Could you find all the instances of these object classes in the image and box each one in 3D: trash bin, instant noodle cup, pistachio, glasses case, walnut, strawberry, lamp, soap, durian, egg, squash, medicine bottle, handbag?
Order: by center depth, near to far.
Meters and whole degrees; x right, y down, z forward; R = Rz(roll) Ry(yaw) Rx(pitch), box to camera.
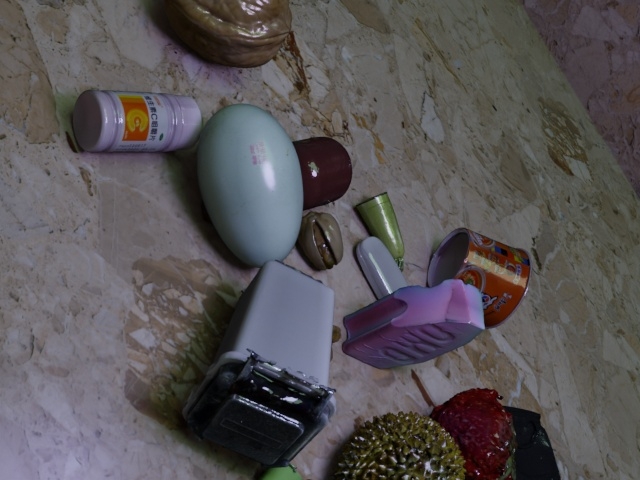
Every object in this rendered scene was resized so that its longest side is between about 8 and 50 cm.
[{"bbox_3d":[-0.091,0.228,1.719,0.255,0.296,0.368,26,42,-11],"label":"trash bin"},{"bbox_3d":[-0.391,-0.254,1.834,0.249,0.133,0.133,-5,71,-45],"label":"medicine bottle"},{"bbox_3d":[0.170,0.496,1.854,0.292,0.258,0.258,1,57,6],"label":"durian"},{"bbox_3d":[-0.152,-0.120,1.899,0.230,0.230,0.371,-20,99,-47],"label":"egg"},{"bbox_3d":[0.227,0.200,2.009,0.192,0.324,0.109,26,49,-31],"label":"soap"},{"bbox_3d":[-0.217,-0.565,2.058,0.313,0.277,0.252,23,13,1],"label":"walnut"},{"bbox_3d":[0.362,0.490,2.061,0.274,0.220,0.274,0,90,-72],"label":"strawberry"},{"bbox_3d":[0.000,0.000,2.082,0.113,0.113,0.149,-20,97,-47],"label":"pistachio"},{"bbox_3d":[-0.027,-0.167,2.105,0.258,0.180,0.180,-20,81,-49],"label":"lamp"},{"bbox_3d":[0.170,0.099,2.207,0.092,0.059,0.233,-27,88,-46],"label":"glasses case"},{"bbox_3d":[0.520,0.555,2.260,0.275,0.088,0.244,15,54,-35],"label":"handbag"},{"bbox_3d":[0.173,-0.014,2.263,0.094,0.094,0.224,-18,86,-47],"label":"squash"},{"bbox_3d":[0.423,0.093,2.331,0.192,0.250,0.250,27,50,-17],"label":"instant noodle cup"}]

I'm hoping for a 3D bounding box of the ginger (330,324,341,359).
[{"bbox_3d":[0.004,0.241,1.964,0.165,0.067,0.096,-16,56,-46],"label":"ginger"}]

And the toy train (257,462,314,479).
[{"bbox_3d":[-0.096,0.550,1.685,0.157,0.105,0.253,39,44,0],"label":"toy train"}]
